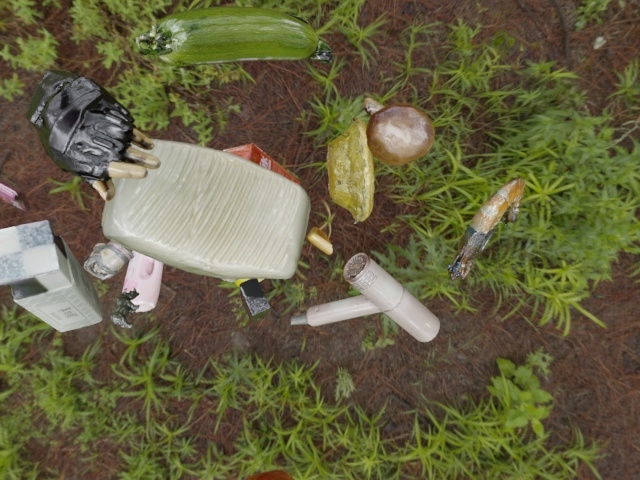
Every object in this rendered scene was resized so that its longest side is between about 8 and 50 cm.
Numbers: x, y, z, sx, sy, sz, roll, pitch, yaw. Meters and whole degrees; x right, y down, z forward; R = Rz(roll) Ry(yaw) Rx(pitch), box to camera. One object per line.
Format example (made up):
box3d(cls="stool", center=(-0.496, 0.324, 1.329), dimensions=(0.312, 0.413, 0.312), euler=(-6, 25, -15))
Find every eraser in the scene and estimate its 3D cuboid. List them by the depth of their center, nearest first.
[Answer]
box3d(cls="eraser", center=(-0.504, 0.085, 0.877), dimensions=(0.096, 0.404, 0.098), euler=(-15, 75, -22))

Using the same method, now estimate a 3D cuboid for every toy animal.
box3d(cls="toy animal", center=(-0.552, 0.186, 1.312), dimensions=(0.065, 0.136, 0.047), euler=(34, 130, -26))

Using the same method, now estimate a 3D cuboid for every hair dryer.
box3d(cls="hair dryer", center=(0.057, 0.131, 0.779), dimensions=(0.220, 0.054, 0.195), euler=(-32, 122, 33))

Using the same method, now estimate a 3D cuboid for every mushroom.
box3d(cls="mushroom", center=(0.094, -0.159, 0.652), dimensions=(0.129, 0.072, 0.088), euler=(45, 140, 29))

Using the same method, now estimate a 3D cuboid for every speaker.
box3d(cls="speaker", center=(-0.165, 0.152, 1.133), dimensions=(0.044, 0.218, 0.082), euler=(-24, 81, -15))

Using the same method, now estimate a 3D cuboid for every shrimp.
box3d(cls="shrimp", center=(0.407, -0.026, 1.115), dimensions=(0.054, 0.222, 0.290), euler=(39, 117, 27))

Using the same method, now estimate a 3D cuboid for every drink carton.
box3d(cls="drink carton", center=(-0.148, -0.158, 1.173), dimensions=(0.096, 0.223, 0.071), euler=(-6, 68, 29))

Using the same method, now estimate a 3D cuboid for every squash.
box3d(cls="squash", center=(-0.110, -0.279, 0.635), dimensions=(0.071, 0.318, 0.080), euler=(-17, 91, 50))

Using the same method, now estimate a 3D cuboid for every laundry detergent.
box3d(cls="laundry detergent", center=(-0.592, 0.070, 1.571), dimensions=(0.159, 0.088, 0.335), euler=(-13, 61, 28))

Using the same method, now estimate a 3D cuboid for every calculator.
box3d(cls="calculator", center=(-0.699, -0.117, 0.994), dimensions=(0.126, 0.190, 0.034), euler=(31, 72, -18))

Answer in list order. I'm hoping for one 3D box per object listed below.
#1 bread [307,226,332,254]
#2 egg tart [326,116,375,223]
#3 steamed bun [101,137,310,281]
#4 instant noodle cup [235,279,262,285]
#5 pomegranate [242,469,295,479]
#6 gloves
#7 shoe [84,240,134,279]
box3d(cls="bread", center=(0.001, 0.000, 1.631), dimensions=(0.103, 0.062, 0.049), euler=(37, 122, -17))
box3d(cls="egg tart", center=(0.091, -0.223, 1.475), dimensions=(0.132, 0.341, 0.341), euler=(-4, 102, -3))
box3d(cls="steamed bun", center=(-0.229, -0.049, 0.947), dimensions=(0.383, 0.236, 0.247), euler=(13, 78, -18))
box3d(cls="instant noodle cup", center=(-0.290, 0.036, 1.677), dimensions=(0.215, 0.215, 0.236), euler=(-20, 112, 7))
box3d(cls="pomegranate", center=(-0.142, 0.717, 1.218), dimensions=(0.209, 0.209, 0.209), euler=(1, 102, 3))
box3d(cls="gloves", center=(-0.334, -0.150, 0.687), dimensions=(0.203, 0.124, 0.164), euler=(28, 113, 25))
box3d(cls="shoe", center=(-0.577, 0.062, 1.236), dimensions=(0.180, 0.092, 0.089), euler=(-13, 127, 43))
